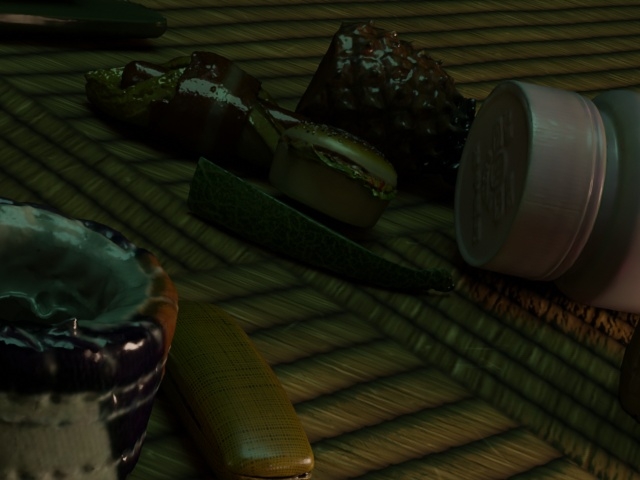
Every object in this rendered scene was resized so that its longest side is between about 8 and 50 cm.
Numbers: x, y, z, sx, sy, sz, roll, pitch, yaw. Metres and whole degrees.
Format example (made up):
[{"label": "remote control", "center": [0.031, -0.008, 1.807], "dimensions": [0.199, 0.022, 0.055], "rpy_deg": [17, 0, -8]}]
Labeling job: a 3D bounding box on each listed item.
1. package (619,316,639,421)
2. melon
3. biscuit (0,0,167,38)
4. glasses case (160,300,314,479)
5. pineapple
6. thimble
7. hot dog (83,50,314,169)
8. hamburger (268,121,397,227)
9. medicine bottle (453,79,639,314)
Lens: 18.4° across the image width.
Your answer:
[{"label": "package", "center": [0.361, 0.033, 1.665], "dimensions": [0.165, 0.311, 0.221], "rpy_deg": [18, 23, -4]}, {"label": "melon", "center": [0.001, 0.000, 1.851], "dimensions": [0.262, 0.053, 0.114], "rpy_deg": [24, 3, 7]}, {"label": "biscuit", "center": [-0.318, -0.249, 2.167], "dimensions": [0.322, 0.038, 0.099], "rpy_deg": [0, 24, -37]}, {"label": "glasses case", "center": [-0.072, 0.114, 1.476], "dimensions": [0.079, 0.064, 0.234], "rpy_deg": [4, 26, -26]}, {"label": "pineapple", "center": [0.113, -0.112, 2.072], "dimensions": [0.279, 0.158, 0.158], "rpy_deg": [30, 22, -5]}, {"label": "thimble", "center": [-0.221, 0.072, 1.358], "dimensions": [0.237, 0.150, 0.237], "rpy_deg": [13, 23, -6]}, {"label": "hot dog", "center": [-0.112, -0.139, 1.997], "dimensions": [0.261, 0.093, 0.123], "rpy_deg": [16, 23, -4]}, {"label": "hamburger", "center": [0.014, -0.066, 1.901], "dimensions": [0.126, 0.081, 0.141], "rpy_deg": [25, 6, 4]}, {"label": "medicine bottle", "center": [0.337, -0.029, 1.922], "dimensions": [0.379, 0.213, 0.213], "rpy_deg": [10, 24, -17]}]
